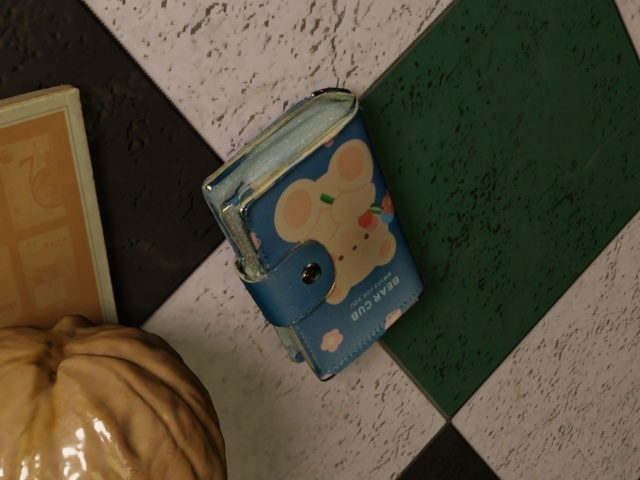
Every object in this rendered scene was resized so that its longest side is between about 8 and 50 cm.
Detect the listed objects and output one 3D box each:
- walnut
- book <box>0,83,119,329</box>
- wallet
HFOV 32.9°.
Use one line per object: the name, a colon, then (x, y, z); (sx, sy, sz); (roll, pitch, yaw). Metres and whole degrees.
walnut: (-0.156, 0.152, 0.687); (0.213, 0.213, 0.213); (-17, 122, -29)
book: (-0.219, 0.031, 0.706); (0.170, 0.018, 0.241); (-21, 125, -28)
wallet: (-0.001, -0.001, 0.826); (0.141, 0.059, 0.202); (-42, 133, -20)
